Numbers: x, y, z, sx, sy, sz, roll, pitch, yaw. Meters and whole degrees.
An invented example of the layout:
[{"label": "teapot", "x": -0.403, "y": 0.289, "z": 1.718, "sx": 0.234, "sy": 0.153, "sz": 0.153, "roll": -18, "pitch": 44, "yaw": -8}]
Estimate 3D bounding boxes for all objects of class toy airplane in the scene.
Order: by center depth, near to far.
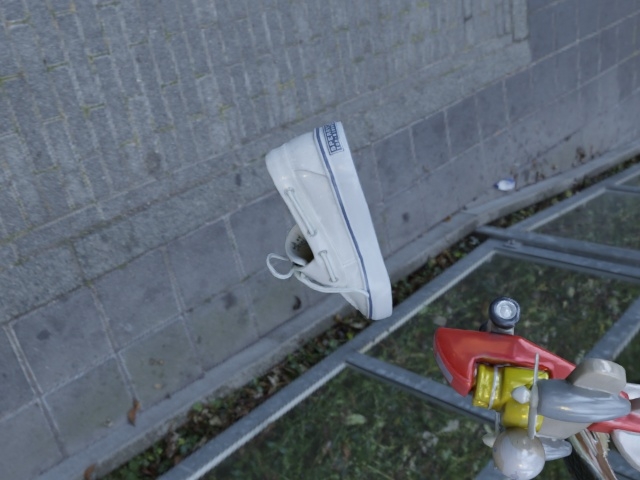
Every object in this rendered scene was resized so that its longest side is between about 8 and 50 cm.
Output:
[{"label": "toy airplane", "x": 0.406, "y": 0.305, "z": 1.128, "sx": 0.386, "sy": 0.384, "sz": 0.272, "roll": 47, "pitch": 64, "yaw": -25}]

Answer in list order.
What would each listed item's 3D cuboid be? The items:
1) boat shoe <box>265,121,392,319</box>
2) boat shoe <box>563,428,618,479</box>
[{"label": "boat shoe", "x": 0.001, "y": 0.006, "z": 0.905, "sx": 0.156, "sy": 0.136, "sz": 0.367, "roll": -16, "pitch": 141, "yaw": 5}, {"label": "boat shoe", "x": 0.625, "y": 0.473, "z": 1.529, "sx": 0.119, "sy": 0.324, "sz": 0.123, "roll": -24, "pitch": 151, "yaw": -11}]
